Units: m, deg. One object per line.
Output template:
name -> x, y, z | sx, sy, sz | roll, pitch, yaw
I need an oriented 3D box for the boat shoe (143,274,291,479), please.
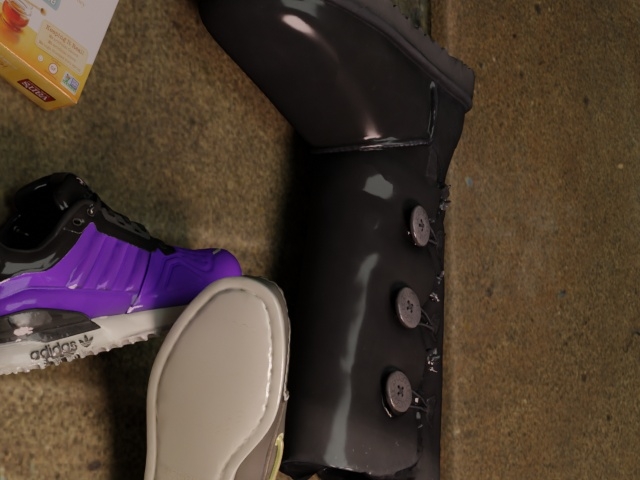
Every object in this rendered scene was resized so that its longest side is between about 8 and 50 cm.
boat shoe -> -0.082, 0.157, 1.211 | 0.091, 0.109, 0.305 | -34, 142, -62

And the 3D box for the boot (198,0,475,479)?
boot -> 0.002, 0.001, 1.382 | 0.367, 0.146, 0.445 | 21, 73, -43

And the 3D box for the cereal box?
cereal box -> -0.233, -0.253, 1.212 | 0.173, 0.047, 0.240 | 38, 57, -38

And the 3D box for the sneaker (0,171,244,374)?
sneaker -> -0.178, 0.012, 1.192 | 0.293, 0.102, 0.146 | -15, 94, -48
